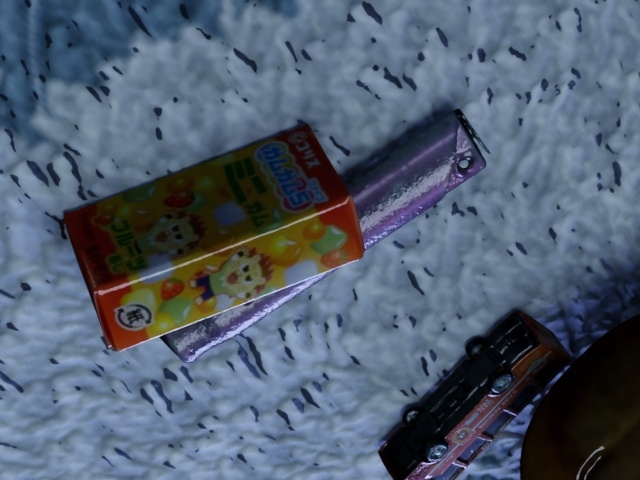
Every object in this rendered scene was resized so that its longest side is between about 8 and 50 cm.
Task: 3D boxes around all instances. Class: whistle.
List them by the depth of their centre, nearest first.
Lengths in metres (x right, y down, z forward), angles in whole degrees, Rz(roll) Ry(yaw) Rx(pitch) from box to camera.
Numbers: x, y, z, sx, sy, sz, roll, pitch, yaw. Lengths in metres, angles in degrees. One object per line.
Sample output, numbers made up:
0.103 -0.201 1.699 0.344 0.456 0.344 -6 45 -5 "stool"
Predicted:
0.000 0.000 0.866 0.176 0.033 0.033 -34 132 3 "whistle"

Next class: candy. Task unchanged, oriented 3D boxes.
-0.048 -0.002 0.823 0.122 0.062 0.038 -21 131 -7 "candy"

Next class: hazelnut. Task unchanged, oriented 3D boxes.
0.200 0.133 0.970 0.208 0.208 0.208 -12 130 -15 "hazelnut"

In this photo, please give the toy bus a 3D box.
0.080 0.086 0.971 0.110 0.031 0.043 -47 136 15 "toy bus"
